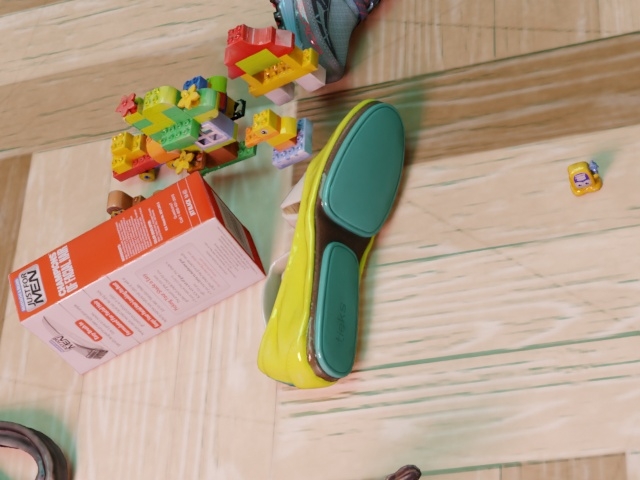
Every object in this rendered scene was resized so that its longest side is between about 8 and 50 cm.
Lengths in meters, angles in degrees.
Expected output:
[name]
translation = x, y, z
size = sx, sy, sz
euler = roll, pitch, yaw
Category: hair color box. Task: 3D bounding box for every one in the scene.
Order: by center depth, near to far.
[hair color box]
translation = -0.138, 0.026, 1.141
size = 0.167, 0.093, 0.053
euler = -29, 52, 7

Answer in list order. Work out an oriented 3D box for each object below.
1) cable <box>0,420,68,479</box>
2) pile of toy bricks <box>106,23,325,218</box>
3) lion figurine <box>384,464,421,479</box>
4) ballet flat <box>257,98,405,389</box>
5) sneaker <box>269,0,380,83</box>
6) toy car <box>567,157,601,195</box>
[cable]
translation = -0.316, 0.132, 1.176
size = 0.139, 0.072, 0.287
euler = -48, 53, -1
[pile of toy bricks]
translation = -0.106, -0.086, 1.158
size = 0.212, 0.105, 0.118
euler = -21, 51, 33
[lion figurine]
translation = -0.056, 0.326, 0.895
size = 0.142, 0.240, 0.392
euler = 33, 55, -6
[ballet flat]
translation = 0.000, 0.000, 1.109
size = 0.077, 0.077, 0.231
euler = -9, 58, 40
[sneaker]
translation = 0.029, -0.246, 1.221
size = 0.125, 0.104, 0.262
euler = -2, 65, 17
[toy car]
translation = 0.223, -0.029, 1.035
size = 0.122, 0.040, 0.060
euler = -2, 61, 24
